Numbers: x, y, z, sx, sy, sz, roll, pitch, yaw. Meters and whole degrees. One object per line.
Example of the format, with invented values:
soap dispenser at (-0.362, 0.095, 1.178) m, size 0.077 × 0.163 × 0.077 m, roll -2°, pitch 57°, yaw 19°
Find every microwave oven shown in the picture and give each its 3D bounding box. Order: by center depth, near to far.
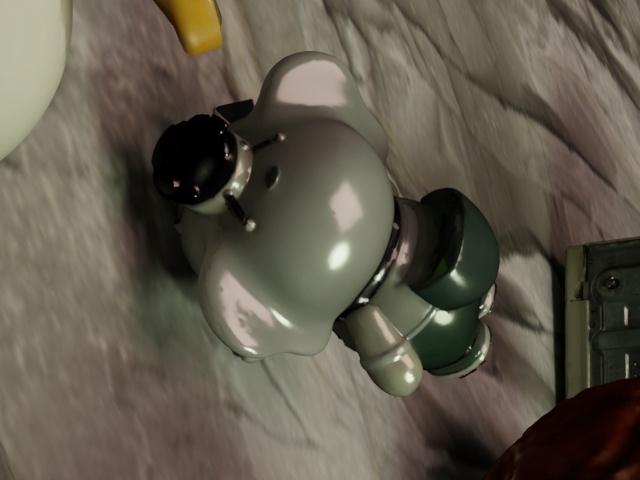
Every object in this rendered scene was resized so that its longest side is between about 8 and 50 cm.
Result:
microwave oven at (0.279, 0.125, 1.224) m, size 0.145 × 0.194 × 0.240 m, roll 37°, pitch 50°, yaw -53°

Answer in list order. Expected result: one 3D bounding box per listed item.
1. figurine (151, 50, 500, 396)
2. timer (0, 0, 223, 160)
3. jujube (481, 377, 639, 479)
figurine at (0.000, 0.000, 0.772) m, size 0.192 × 0.126 × 0.147 m, roll 34°, pitch 58°, yaw -36°
timer at (-0.168, -0.106, 0.424) m, size 0.233 × 0.240 × 0.233 m, roll 160°, pitch -90°, yaw -86°
jujube at (0.167, 0.208, 0.956) m, size 0.290 × 0.197 × 0.197 m, roll -56°, pitch 132°, yaw -36°
